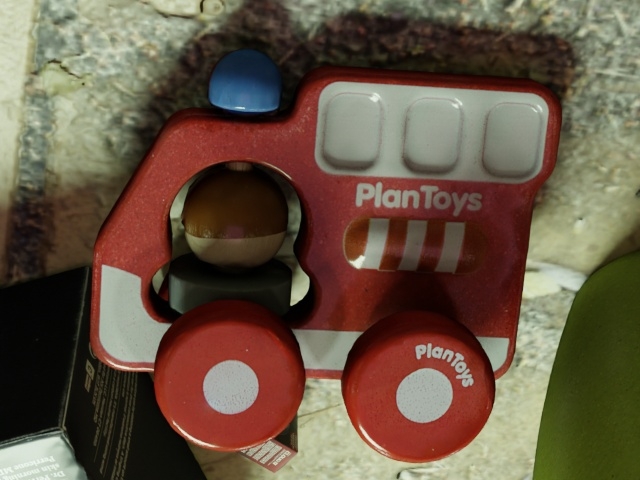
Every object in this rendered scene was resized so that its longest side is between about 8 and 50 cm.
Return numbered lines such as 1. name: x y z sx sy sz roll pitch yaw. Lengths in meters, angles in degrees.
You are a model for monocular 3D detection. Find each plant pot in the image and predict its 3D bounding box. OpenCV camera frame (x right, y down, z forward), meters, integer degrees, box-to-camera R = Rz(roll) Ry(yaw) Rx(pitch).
1. plant pot: 0.263 0.146 1.060 0.275 0.293 0.274 0 128 -1

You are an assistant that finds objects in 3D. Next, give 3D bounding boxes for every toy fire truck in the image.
1. toy fire truck: 0.000 0.000 1.041 0.302 0.169 0.253 4 104 -6

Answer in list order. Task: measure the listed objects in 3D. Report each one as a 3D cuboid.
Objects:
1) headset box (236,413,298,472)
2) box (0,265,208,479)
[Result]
1. headset box: -0.052 0.137 1.190 0.083 0.062 0.032 32 122 -23
2. box: -0.279 0.225 1.179 0.343 0.179 0.312 -15 127 10
